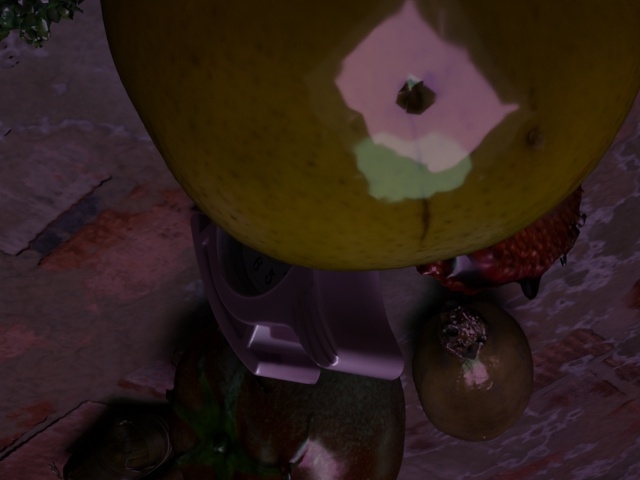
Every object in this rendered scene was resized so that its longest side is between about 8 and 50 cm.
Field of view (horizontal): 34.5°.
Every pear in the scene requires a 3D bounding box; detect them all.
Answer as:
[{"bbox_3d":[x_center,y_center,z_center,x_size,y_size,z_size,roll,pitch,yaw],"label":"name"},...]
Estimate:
[{"bbox_3d":[0.034,-0.164,0.668,0.363,0.362,0.418,-9,149,-16],"label":"pear"}]

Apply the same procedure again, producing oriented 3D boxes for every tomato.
[{"bbox_3d":[-0.033,0.212,1.242,0.239,0.303,0.303,-11,149,-41],"label":"tomato"}]

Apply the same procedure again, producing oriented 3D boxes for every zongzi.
[{"bbox_3d":[-0.256,0.294,1.450,0.184,0.084,0.187,-9,160,-49],"label":"zongzi"}]

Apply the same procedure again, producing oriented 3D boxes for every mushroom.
[{"bbox_3d":[-0.251,0.355,1.505,0.171,0.080,0.135,-19,-167,46],"label":"mushroom"}]

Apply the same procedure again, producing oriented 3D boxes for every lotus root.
[{"bbox_3d":[0.214,0.180,1.443,0.169,0.151,0.342,-20,150,0],"label":"lotus root"}]

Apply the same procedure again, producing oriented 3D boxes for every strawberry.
[{"bbox_3d":[0.162,-0.046,1.059,0.138,0.233,0.306,-7,163,34],"label":"strawberry"}]

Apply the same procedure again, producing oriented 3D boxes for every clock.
[{"bbox_3d":[0.000,0.000,0.957,0.080,0.290,0.275,12,128,-37],"label":"clock"}]

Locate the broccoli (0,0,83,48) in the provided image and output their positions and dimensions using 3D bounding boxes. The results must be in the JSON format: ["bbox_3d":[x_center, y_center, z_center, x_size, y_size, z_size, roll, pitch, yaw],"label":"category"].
[{"bbox_3d":[-0.244,-0.183,0.681,0.220,0.194,0.194,-27,149,-14],"label":"broccoli"}]
